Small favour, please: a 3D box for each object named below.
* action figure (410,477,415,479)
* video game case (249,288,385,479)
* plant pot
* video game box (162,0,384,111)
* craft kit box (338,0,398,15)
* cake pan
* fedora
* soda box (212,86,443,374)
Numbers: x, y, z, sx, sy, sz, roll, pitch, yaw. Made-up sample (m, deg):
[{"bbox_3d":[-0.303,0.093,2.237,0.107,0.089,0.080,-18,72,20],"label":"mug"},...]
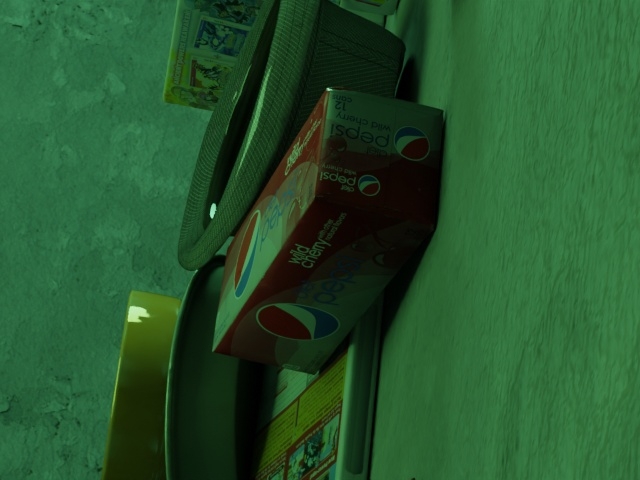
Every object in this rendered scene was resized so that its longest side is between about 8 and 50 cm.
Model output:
[{"bbox_3d":[0.014,0.190,1.003,0.280,0.091,0.139,143,134,-80],"label":"action figure"},{"bbox_3d":[-0.008,0.144,1.441,0.204,0.025,0.285,133,149,-56],"label":"video game case"},{"bbox_3d":[-0.120,0.165,1.984,0.205,0.188,0.205,-171,90,-85],"label":"plant pot"},{"bbox_3d":[-0.047,-0.180,1.795,0.205,0.187,0.048,109,169,-61],"label":"video game box"},{"bbox_3d":[0.068,-0.360,1.599,0.246,0.061,0.250,112,167,-57],"label":"craft kit box"},{"bbox_3d":[-0.062,0.157,1.616,0.293,0.054,0.293,-1,-90,-76],"label":"cake pan"},{"bbox_3d":[-0.011,-0.086,1.508,0.275,0.124,0.243,118,165,-46],"label":"fedora"},{"bbox_3d":[0.000,0.000,1.323,0.263,0.083,0.092,124,157,-59],"label":"soda box"}]
